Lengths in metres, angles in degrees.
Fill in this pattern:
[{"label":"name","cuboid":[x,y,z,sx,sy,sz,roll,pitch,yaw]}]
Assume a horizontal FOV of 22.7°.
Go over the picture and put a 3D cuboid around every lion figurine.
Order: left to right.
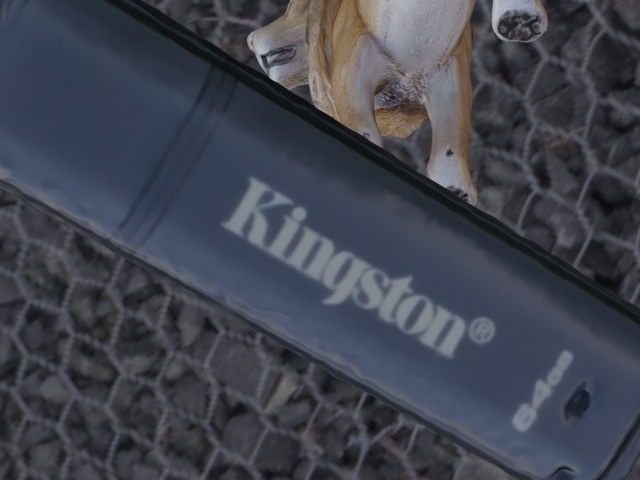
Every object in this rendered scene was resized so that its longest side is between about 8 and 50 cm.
[{"label":"lion figurine","cuboid":[0.059,-0.179,0.993,0.142,0.240,0.392,9,144,-12]}]

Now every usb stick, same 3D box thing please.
[{"label":"usb stick","cuboid":[0.000,0.000,0.539,0.278,0.045,0.077,31,86,-16]}]
